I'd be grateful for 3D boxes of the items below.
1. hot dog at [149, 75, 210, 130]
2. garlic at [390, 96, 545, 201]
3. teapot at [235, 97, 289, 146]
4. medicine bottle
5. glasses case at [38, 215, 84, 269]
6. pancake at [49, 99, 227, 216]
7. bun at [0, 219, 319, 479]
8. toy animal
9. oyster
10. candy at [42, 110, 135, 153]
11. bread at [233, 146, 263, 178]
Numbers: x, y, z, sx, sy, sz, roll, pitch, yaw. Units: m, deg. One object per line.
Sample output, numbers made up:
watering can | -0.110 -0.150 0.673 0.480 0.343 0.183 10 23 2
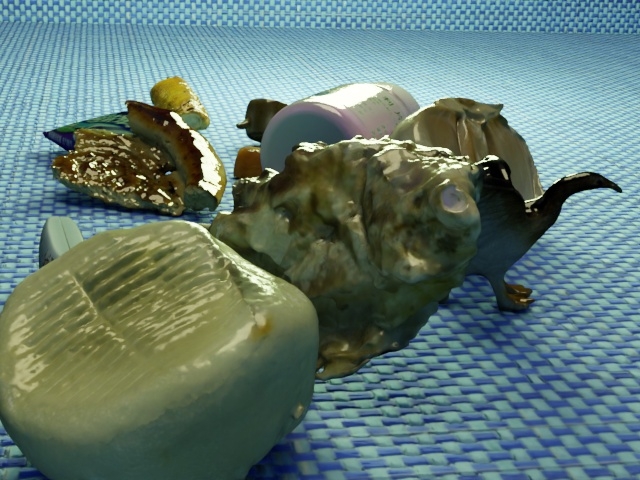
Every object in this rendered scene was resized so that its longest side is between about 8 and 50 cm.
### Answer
hot dog | -0.246 -0.236 1.887 0.083 0.068 0.289 -9 21 -13
garlic | 0.153 -0.069 1.315 0.143 0.177 0.229 -23 -21 38
teapot | -0.077 -0.176 1.729 0.121 0.068 0.076 17 -13 -30
medicine bottle | 0.038 -0.130 1.443 0.152 0.151 0.254 10 20 22
glasses case | -0.242 0.028 1.041 0.045 0.067 0.178 -1 18 -19
pancake | -0.214 -0.112 1.425 0.258 0.056 0.212 15 35 13
bun | -0.109 0.087 0.772 0.230 0.145 0.229 -10 46 11
toy animal | 0.191 -0.015 1.085 0.197 0.160 0.272 3 17 0
oyster | -0.001 -0.001 0.900 0.351 0.237 0.115 -6 -35 47
candy | -0.291 -0.137 1.568 0.145 0.070 0.275 -15 28 -26
bread | -0.055 -0.112 1.557 0.129 0.044 0.126 1 16 7
